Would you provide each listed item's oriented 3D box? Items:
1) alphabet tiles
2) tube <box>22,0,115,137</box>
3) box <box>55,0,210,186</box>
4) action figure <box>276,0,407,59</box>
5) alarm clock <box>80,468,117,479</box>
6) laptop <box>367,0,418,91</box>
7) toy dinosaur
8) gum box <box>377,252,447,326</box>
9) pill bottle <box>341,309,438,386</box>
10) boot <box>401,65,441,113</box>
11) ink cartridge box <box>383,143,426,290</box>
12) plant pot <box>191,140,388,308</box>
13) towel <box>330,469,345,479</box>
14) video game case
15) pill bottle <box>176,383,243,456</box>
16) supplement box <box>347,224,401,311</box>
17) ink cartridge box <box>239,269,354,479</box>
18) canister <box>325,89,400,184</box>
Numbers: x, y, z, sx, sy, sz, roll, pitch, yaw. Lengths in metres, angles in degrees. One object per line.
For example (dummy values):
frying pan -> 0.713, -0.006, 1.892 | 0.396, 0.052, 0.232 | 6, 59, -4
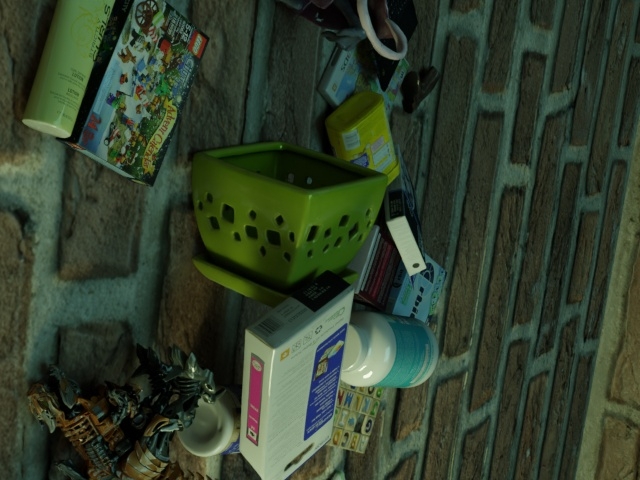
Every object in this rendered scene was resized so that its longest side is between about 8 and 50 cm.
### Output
alphabet tiles -> 0.066, 0.329, 2.056 | 0.237, 0.009, 0.198 | 30, 77, -57
tube -> -0.306, -0.249, 1.244 | 0.070, 0.062, 0.240 | 142, -37, -77
box -> -0.248, -0.209, 1.354 | 0.159, 0.044, 0.233 | 32, 75, -56
action figure -> 0.064, -0.501, 1.534 | 0.248, 0.276, 0.370 | 34, 87, -49
alarm clock -> -0.300, 0.370, 1.470 | 0.192, 0.064, 0.129 | -35, 129, -43
laptop -> 0.170, -0.439, 1.772 | 0.234, 0.136, 0.264 | -64, 146, -41
toy dinosaur -> -0.254, 0.264, 1.409 | 0.218, 0.164, 0.322 | -60, 137, -23
gum box -> 0.199, 0.108, 2.145 | 0.184, 0.041, 0.157 | 37, 70, -56
pill bottle -> 0.110, 0.212, 1.949 | 0.264, 0.146, 0.146 | 14, 90, -55
boot -> 0.205, -0.321, 1.993 | 0.114, 0.037, 0.106 | -47, 158, -33
ink cartridge box -> 0.167, -0.045, 1.953 | 0.208, 0.045, 0.206 | 66, 16, -44
plant pot -> -0.058, -0.023, 1.554 | 0.227, 0.228, 0.207 | -17, 123, -53
towel -> 0.005, 0.552, 2.039 | 0.152, 0.023, 0.113 | -39, 130, -40
video game case -> 0.084, -0.301, 1.839 | 0.212, 0.023, 0.193 | 44, 65, -53
pill bottle -> -0.138, 0.291, 1.642 | 0.186, 0.112, 0.112 | 10, 93, -57
supplement box -> 0.083, 0.048, 1.873 | 0.239, 0.073, 0.130 | 39, 69, -69
ink cartridge box -> -0.041, 0.229, 1.545 | 0.176, 0.069, 0.371 | -35, 144, -36
canister -> 0.076, -0.169, 1.804 | 0.126, 0.073, 0.170 | -42, 139, -25
